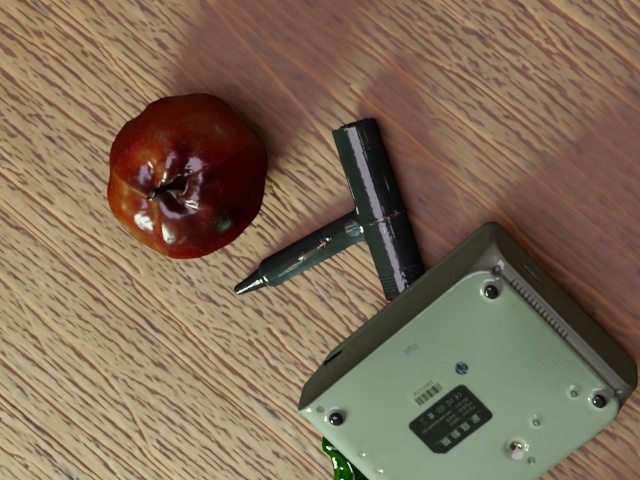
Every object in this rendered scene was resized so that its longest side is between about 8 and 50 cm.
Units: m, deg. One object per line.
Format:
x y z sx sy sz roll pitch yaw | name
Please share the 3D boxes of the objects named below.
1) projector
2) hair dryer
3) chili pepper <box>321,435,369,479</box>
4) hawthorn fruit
0.136 0.137 1.696 0.250 0.108 0.198 -40 102 19 | projector
-0.009 -0.012 1.770 0.195 0.050 0.173 -15 94 22 | hair dryer
0.010 0.278 1.816 0.073 0.050 0.182 26 105 18 | chili pepper
-0.130 -0.056 1.720 0.157 0.194 0.157 1 101 6 | hawthorn fruit
